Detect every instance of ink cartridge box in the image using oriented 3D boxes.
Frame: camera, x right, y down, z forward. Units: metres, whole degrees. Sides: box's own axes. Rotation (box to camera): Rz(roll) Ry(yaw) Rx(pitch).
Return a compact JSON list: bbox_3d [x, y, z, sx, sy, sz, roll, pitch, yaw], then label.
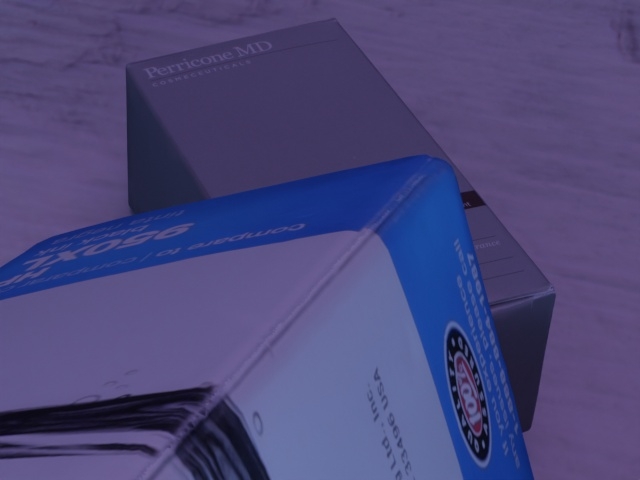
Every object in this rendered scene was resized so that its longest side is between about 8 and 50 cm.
[{"bbox_3d":[-0.050,0.173,0.448,0.166,0.285,0.395,-11,13,20],"label":"ink cartridge box"}]

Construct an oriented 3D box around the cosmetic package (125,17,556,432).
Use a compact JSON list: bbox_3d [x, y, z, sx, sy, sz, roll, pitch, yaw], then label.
[{"bbox_3d":[0.000,0.000,0.858,0.127,0.107,0.238,-16,46,-21],"label":"cosmetic package"}]
